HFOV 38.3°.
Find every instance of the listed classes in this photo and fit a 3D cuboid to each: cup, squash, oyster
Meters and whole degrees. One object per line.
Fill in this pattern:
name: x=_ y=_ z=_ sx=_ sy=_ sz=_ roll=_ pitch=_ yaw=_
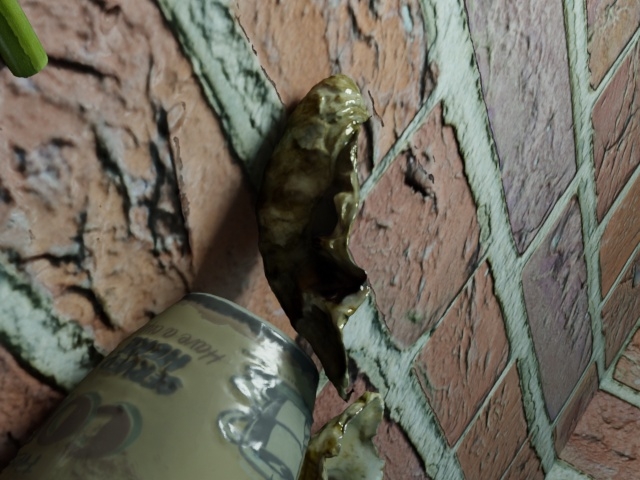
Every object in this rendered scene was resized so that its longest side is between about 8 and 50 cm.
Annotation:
cup: x=-0.122 y=0.198 z=0.793 sx=0.257 sy=0.227 sz=0.301 roll=-55 pitch=178 yaw=-22
squash: x=-0.198 y=-0.140 z=0.568 sx=0.027 sy=0.027 sz=0.083 roll=-49 pitch=146 yaw=-24
oyster: x=-0.001 y=0.356 z=1.176 sx=0.166 sy=0.110 sz=0.341 roll=-28 pitch=132 yaw=-53
oyster: x=-0.002 y=-0.004 z=0.813 sx=0.094 sy=0.294 sz=0.166 roll=12 pitch=135 yaw=-19
